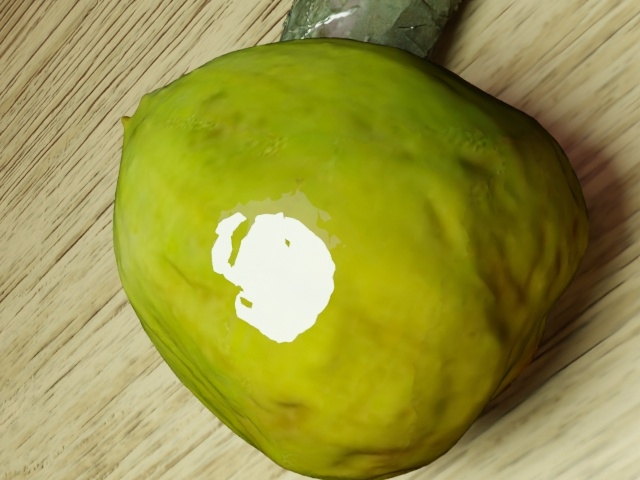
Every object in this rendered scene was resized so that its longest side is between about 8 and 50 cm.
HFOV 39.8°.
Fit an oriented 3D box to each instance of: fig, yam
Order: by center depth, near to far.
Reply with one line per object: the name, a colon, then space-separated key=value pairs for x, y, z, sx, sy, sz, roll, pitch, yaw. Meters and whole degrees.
fig: x=0.008 y=-0.002 z=0.666 sx=0.343 sy=0.343 sz=0.343 roll=-14 pitch=67 yaw=37
yam: x=0.054 y=-0.220 z=0.833 sx=0.154 sy=0.154 sz=0.254 roll=29 pitch=96 yaw=42
